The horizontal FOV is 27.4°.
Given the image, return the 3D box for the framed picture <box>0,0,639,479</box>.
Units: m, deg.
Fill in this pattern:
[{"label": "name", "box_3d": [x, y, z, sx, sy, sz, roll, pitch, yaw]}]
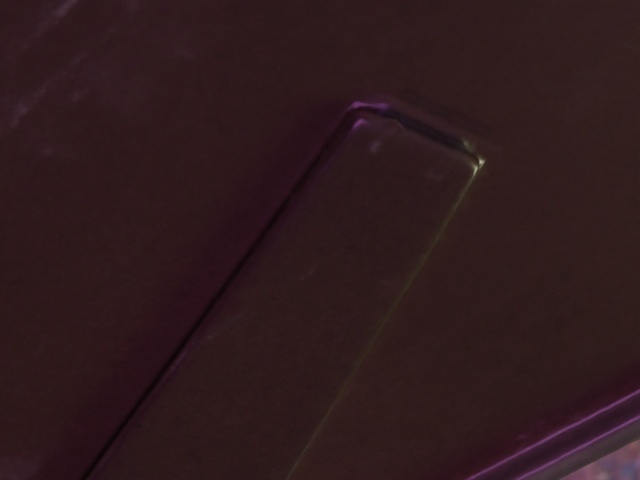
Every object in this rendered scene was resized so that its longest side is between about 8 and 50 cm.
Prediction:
[{"label": "framed picture", "box_3d": [0.000, 0.000, 0.460, 0.446, 0.028, 0.326, -28, 126, 5]}]
